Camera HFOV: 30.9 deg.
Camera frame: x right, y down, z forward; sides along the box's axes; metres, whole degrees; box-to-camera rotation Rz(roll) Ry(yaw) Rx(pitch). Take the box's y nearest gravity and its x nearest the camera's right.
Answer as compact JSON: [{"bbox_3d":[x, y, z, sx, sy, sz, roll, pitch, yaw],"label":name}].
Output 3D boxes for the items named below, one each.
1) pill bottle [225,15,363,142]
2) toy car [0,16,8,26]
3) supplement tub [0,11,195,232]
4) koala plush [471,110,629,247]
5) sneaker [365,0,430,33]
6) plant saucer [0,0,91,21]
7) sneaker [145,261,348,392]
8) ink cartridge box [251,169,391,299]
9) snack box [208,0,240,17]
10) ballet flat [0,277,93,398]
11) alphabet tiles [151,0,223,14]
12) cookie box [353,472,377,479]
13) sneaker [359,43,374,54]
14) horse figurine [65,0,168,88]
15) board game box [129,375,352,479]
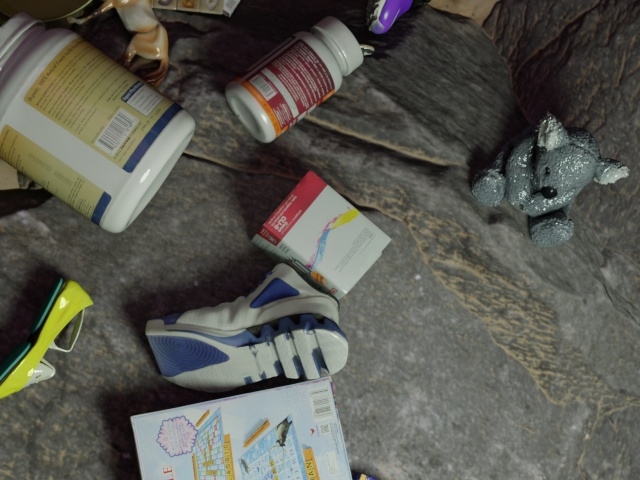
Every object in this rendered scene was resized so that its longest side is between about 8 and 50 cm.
[{"bbox_3d":[-0.042,-0.273,1.946,0.221,0.121,0.121,-39,88,-14],"label":"pill bottle"},{"bbox_3d":[-0.591,-0.288,1.821,0.155,0.149,0.188,22,88,9],"label":"toy car"},{"bbox_3d":[-0.379,-0.184,1.793,0.316,0.228,0.228,35,71,-4],"label":"supplement tub"},{"bbox_3d":[0.404,-0.130,1.976,0.196,0.221,0.203,35,71,-3],"label":"koala plush"},{"bbox_3d":[0.195,-0.474,2.070,0.146,0.102,0.293,30,72,-6],"label":"sneaker"},{"bbox_3d":[-0.441,-0.460,1.906,0.241,0.037,0.241,-4,72,12],"label":"plant saucer"},{"bbox_3d":[-0.104,0.133,1.846,0.316,0.127,0.182,-4,35,9],"label":"sneaker"},{"bbox_3d":[0.000,0.000,1.895,0.176,0.128,0.127,40,71,-2],"label":"ink cartridge box"},{"bbox_3d":[-0.140,-0.477,2.030,0.064,0.022,0.178,32,72,-2],"label":"snack box"},{"bbox_3d":[-0.428,0.165,1.784,0.077,0.077,0.231,38,69,-20],"label":"ballet flat"},{"bbox_3d":[-0.280,-0.491,1.993,0.237,0.009,0.198,4,77,-7],"label":"alphabet tiles"},{"bbox_3d":[0.093,0.436,1.861,0.107,0.040,0.092,24,74,-6],"label":"cookie box"},{"bbox_3d":[0.054,-0.324,2.040,0.083,0.032,0.037,-6,85,-5],"label":"sneaker"},{"bbox_3d":[-0.322,-0.353,1.926,0.174,0.066,0.263,-23,87,-12],"label":"horse figurine"},{"bbox_3d":[-0.108,0.394,1.775,0.318,0.066,0.318,-9,80,-13],"label":"board game box"}]
